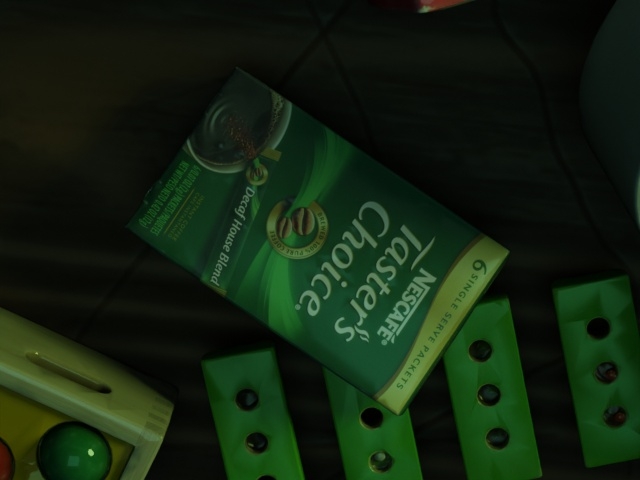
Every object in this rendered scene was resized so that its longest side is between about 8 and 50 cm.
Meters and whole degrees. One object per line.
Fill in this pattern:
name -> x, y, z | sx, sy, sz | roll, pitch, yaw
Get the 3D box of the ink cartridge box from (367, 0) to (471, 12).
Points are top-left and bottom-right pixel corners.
ink cartridge box -> 0.094, -0.287, 0.837 | 0.226, 0.131, 0.306 | -19, 104, -5

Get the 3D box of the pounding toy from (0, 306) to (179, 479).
pounding toy -> -0.209, 0.150, 0.995 | 0.181, 0.094, 0.206 | 25, 104, -5

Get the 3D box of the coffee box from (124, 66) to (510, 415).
coffee box -> 0.000, 0.000, 0.948 | 0.184, 0.040, 0.113 | 36, 90, 6

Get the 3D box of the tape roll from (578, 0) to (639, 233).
tape roll -> 0.244, -0.079, 0.869 | 0.219, 0.072, 0.219 | -13, 140, -11

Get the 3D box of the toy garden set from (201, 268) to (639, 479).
toy garden set -> 0.072, 0.134, 1.007 | 0.244, 0.049, 0.204 | -11, 102, 4
